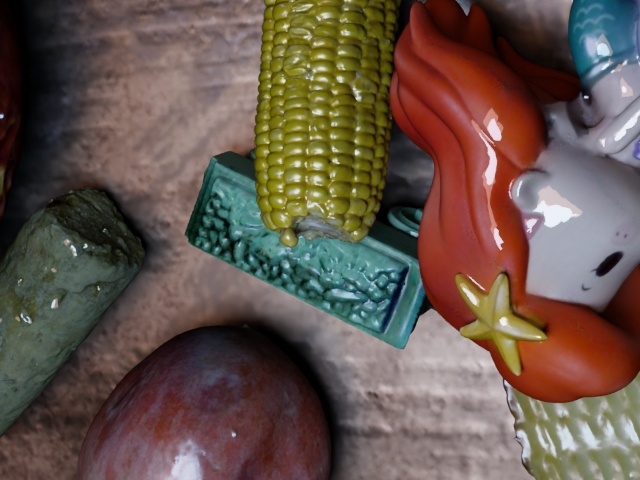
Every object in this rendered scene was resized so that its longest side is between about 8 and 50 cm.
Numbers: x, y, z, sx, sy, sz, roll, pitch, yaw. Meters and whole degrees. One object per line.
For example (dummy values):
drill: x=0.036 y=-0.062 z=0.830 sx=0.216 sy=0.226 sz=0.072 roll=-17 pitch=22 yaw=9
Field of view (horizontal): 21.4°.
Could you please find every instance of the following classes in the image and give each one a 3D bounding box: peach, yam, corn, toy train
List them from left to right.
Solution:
yam: x=-0.184 y=0.048 z=1.071 sx=0.078 sy=0.078 sz=0.179 roll=44 pitch=116 yaw=7
peach: x=-0.064 y=0.122 z=1.017 sx=0.152 sy=0.152 sz=0.152 roll=5 pitch=104 yaw=21
toy train: x=0.000 y=0.000 z=0.972 sx=0.172 sy=0.099 sz=0.070 roll=25 pitch=109 yaw=15
corn: x=0.006 y=-0.110 z=0.920 sx=0.080 sy=0.080 sz=0.238 roll=-5 pitch=73 yaw=22

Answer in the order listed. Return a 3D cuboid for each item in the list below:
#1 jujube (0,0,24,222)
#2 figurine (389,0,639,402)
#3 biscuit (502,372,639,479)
jujube: x=-0.254 y=-0.073 z=1.017 sx=0.168 sy=0.168 sz=0.237 roll=-5 pitch=94 yaw=23
figurine: x=0.137 y=-0.065 z=0.867 sx=0.208 sy=0.181 sz=0.257 roll=36 pitch=109 yaw=-9
biscuit: x=0.211 y=0.170 z=0.966 sx=0.172 sy=0.029 sz=0.255 roll=-10 pitch=99 yaw=24
